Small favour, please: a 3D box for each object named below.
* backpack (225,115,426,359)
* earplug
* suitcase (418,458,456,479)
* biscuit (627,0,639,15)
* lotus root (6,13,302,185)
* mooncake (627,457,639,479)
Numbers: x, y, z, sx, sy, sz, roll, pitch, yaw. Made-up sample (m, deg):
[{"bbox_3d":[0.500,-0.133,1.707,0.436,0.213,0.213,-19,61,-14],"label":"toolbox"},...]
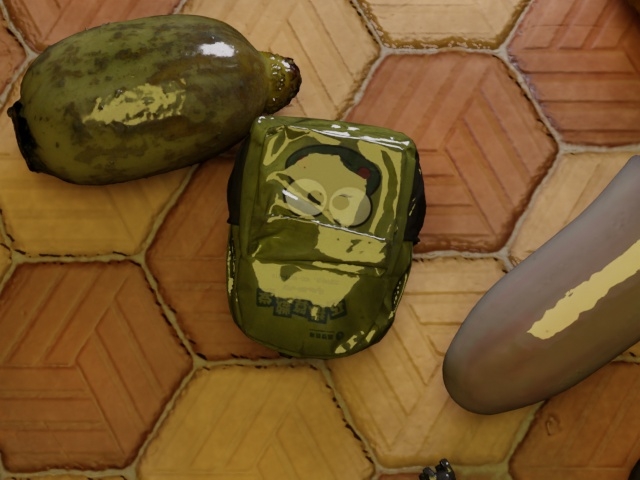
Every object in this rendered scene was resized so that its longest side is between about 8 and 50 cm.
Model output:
[{"bbox_3d":[0.000,0.000,1.816,0.207,0.140,0.253,9,84,1],"label":"backpack"},{"bbox_3d":[0.253,0.069,1.793,0.301,0.172,0.172,-36,80,-2],"label":"earplug"},{"bbox_3d":[0.117,0.393,1.729,0.202,0.128,0.312,-26,79,-6],"label":"suitcase"},{"bbox_3d":[0.414,-0.353,1.825,0.102,0.296,0.296,9,74,-39],"label":"biscuit"},{"bbox_3d":[-0.172,-0.153,1.844,0.309,0.173,0.173,-16,78,-9],"label":"lotus root"},{"bbox_3d":[0.416,0.317,1.747,0.275,0.135,0.275,0,74,-1],"label":"mooncake"}]
